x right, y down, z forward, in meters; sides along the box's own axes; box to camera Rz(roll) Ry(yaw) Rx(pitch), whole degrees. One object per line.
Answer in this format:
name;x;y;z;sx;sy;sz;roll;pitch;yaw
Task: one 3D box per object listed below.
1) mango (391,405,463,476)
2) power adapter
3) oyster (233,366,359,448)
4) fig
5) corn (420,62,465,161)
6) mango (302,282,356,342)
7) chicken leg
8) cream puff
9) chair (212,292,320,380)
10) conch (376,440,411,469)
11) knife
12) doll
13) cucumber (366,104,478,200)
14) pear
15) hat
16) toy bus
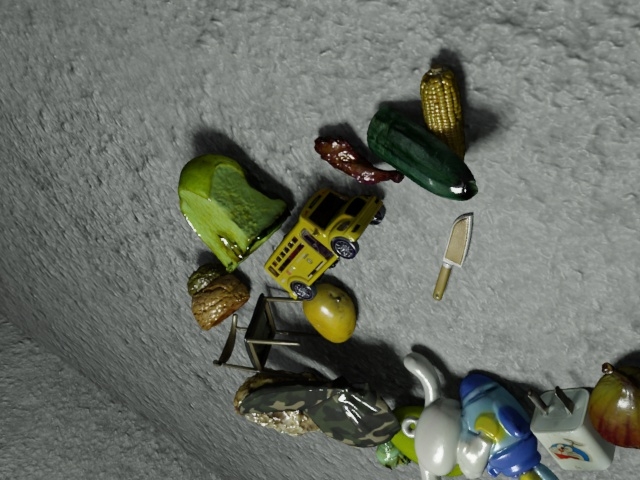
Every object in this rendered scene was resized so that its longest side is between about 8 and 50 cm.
mango;0.299;0.540;1.645;0.273;0.149;0.185;22;145;24
power adapter;0.547;0.398;1.343;0.205;0.125;0.130;49;140;-15
oyster;-0.049;0.470;1.784;0.396;0.204;0.111;17;145;-3
fig;0.605;0.307;1.185;0.170;0.145;0.274;-3;141;37
corn;0.214;-0.207;1.046;0.068;0.068;0.207;8;132;31
mango;0.026;0.191;1.551;0.137;0.098;0.195;13;142;22
chicken leg;0.072;-0.154;1.199;0.205;0.053;0.093;27;153;12
cream puff;-0.310;0.143;1.707;0.169;0.183;0.183;51;141;6
chair;-0.157;0.259;1.637;0.272;0.188;0.166;1;130;13
conch;0.227;0.673;1.886;0.095;0.079;0.200;-12;139;28
knife;0.281;0.039;1.270;0.046;0.022;0.256;29;136;23
doll;0.379;0.467;1.461;0.366;0.187;0.375;-3;106;24
cucumber;0.175;-0.139;1.063;0.244;0.063;0.115;41;158;44
pear;-0.224;-0.078;1.429;0.255;0.164;0.238;44;151;0
hat;-0.008;0.467;1.606;0.366;0.382;0.257;97;151;-78
toy bus;0.000;0.000;1.343;0.151;0.145;0.331;40;141;-1
